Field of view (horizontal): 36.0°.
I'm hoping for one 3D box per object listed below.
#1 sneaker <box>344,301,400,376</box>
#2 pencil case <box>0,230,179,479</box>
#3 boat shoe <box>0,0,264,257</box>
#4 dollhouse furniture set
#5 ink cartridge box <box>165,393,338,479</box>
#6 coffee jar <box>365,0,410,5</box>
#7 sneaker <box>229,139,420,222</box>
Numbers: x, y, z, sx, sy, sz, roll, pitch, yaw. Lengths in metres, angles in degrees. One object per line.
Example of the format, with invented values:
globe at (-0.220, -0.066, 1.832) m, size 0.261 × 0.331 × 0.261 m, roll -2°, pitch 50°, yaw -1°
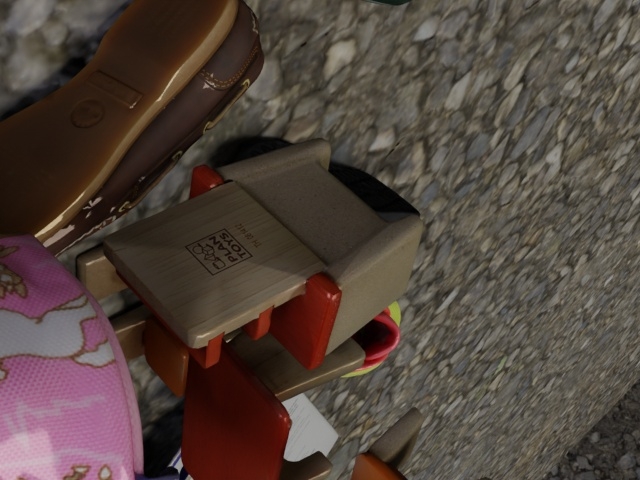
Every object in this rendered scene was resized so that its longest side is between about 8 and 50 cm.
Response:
sneaker at (0.028, 0.076, 0.799) m, size 0.208 × 0.094 × 0.081 m, roll -8°, pitch 97°, yaw -62°
pencil case at (-0.246, 0.106, 0.304) m, size 0.386 × 0.167 × 0.160 m, roll -10°, pitch 140°, yaw -35°
boat shoe at (-0.105, -0.044, 0.486) m, size 0.207 × 0.073 × 0.073 m, roll -44°, pitch 151°, yaw -11°
dollhouse furniture set at (-0.044, 0.080, 0.537) m, size 0.135 × 0.262 × 0.259 m, roll -28°, pitch 147°, yaw -33°
ink cartridge box at (-0.089, 0.207, 0.819) m, size 0.223 × 0.045 × 0.224 m, roll -55°, pitch 148°, yaw -17°
coffee jar at (-0.008, -0.167, 0.467) m, size 0.184 × 0.079 × 0.096 m, roll -12°, pitch 138°, yaw -53°
sneaker at (0.000, 0.000, 0.699) m, size 0.097 × 0.084 × 0.235 m, roll -54°, pitch 154°, yaw 12°
